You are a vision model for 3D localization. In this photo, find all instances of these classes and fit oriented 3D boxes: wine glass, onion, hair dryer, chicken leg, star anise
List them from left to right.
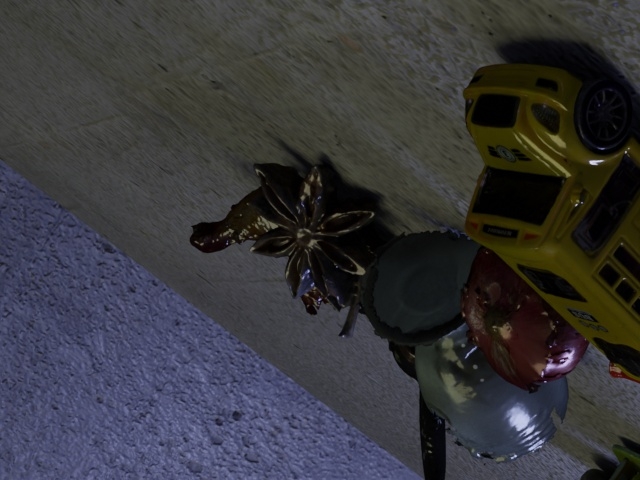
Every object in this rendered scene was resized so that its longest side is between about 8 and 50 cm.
[{"bbox_3d":[-0.032,0.006,1.940,0.322,0.177,0.083,28,-149,13],"label":"chicken leg"},{"bbox_3d":[-0.001,0.000,1.822,0.230,0.081,0.262,-21,102,37],"label":"star anise"},{"bbox_3d":[0.163,0.275,2.042,0.120,0.359,0.304,-1,168,5],"label":"hair dryer"},{"bbox_3d":[0.193,0.139,1.777,0.190,0.190,0.357,24,158,38],"label":"wine glass"},{"bbox_3d":[0.243,0.072,1.515,0.147,0.184,0.184,-5,180,-20],"label":"onion"}]

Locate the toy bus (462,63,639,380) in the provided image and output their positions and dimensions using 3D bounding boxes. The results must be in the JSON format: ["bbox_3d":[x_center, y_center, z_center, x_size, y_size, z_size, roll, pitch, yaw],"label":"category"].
[{"bbox_3d":[0.242,-0.008,1.190,0.331,0.151,0.145,40,168,-28],"label":"toy bus"}]

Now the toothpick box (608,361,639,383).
[{"bbox_3d":[0.388,0.154,1.642,0.083,0.047,0.047,22,162,40],"label":"toothpick box"}]

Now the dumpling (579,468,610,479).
[{"bbox_3d":[0.489,0.468,2.276,0.193,0.147,0.258,38,-158,-17],"label":"dumpling"}]

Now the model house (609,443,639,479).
[{"bbox_3d":[0.481,0.487,1.991,0.300,0.324,0.340,23,163,37],"label":"model house"}]
